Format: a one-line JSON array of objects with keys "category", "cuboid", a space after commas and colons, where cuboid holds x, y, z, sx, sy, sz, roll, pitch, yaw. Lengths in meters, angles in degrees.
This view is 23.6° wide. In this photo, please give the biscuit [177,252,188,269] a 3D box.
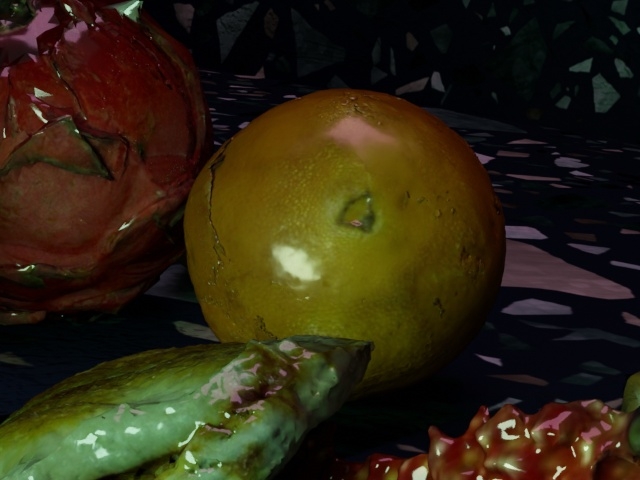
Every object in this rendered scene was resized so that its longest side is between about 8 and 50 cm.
[{"category": "biscuit", "cuboid": [0.000, 0.000, 1.481, 0.296, 0.102, 0.296, 2, 10, 0]}]

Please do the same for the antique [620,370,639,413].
[{"category": "antique", "cuboid": [0.312, 0.151, 0.830, 0.150, 0.125, 0.284, -5, 16, -41]}]

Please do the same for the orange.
[{"category": "orange", "cuboid": [0.020, 0.005, 1.145, 0.240, 0.240, 0.240, 5, 12, -1]}]

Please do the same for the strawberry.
[{"category": "strawberry", "cuboid": [0.105, 0.166, 0.746, 0.233, 0.138, 0.306, 19, -24, -35]}]

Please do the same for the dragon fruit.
[{"category": "dragon fruit", "cuboid": [-0.234, -0.076, 1.277, 0.295, 0.302, 0.295, -3, 53, 4]}]

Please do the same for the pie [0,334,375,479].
[{"category": "pie", "cuboid": [-0.088, 0.109, 0.751, 0.257, 0.105, 0.274, -28, 4, -2]}]
